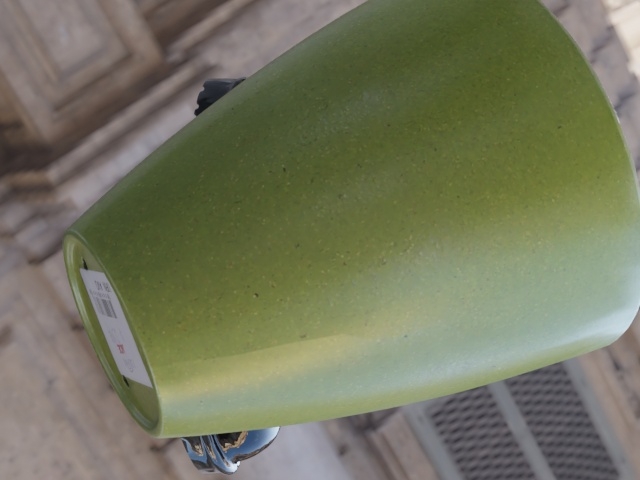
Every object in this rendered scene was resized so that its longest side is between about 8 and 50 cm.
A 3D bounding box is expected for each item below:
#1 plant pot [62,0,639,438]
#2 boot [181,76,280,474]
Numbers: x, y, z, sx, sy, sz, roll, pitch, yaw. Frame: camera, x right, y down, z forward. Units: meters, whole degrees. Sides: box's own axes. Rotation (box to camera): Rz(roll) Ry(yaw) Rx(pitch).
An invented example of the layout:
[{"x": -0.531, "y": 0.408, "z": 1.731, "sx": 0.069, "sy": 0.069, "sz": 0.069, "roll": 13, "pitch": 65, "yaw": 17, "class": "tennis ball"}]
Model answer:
[{"x": 0.000, "y": 0.000, "z": 0.928, "sx": 0.293, "sy": 0.275, "sz": 0.275, "roll": -23, "pitch": -162, "yaw": -20, "class": "plant pot"}, {"x": 0.021, "y": 0.016, "z": 1.175, "sx": 0.260, "sy": 0.348, "sz": 0.131, "roll": 1, "pitch": 167, "yaw": 17, "class": "boot"}]
